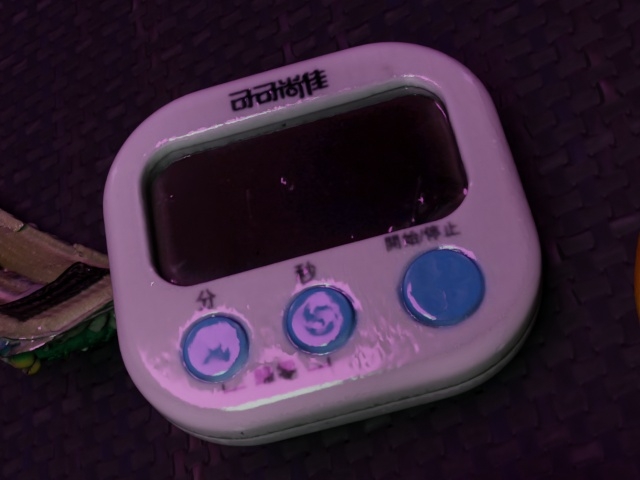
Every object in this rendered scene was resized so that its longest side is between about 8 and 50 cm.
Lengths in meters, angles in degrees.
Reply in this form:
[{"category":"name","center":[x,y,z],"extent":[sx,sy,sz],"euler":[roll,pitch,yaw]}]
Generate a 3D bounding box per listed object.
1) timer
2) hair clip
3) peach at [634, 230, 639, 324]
[{"category":"timer","center":[0.000,0.000,0.680],"extent":[0.262,0.087,0.237],"euler":[-15,61,4]},{"category":"hair clip","center":[-0.272,0.033,0.872],"extent":[0.321,0.138,0.091],"euler":[24,127,37]},{"category":"peach","center":[0.253,0.031,0.519],"extent":[0.190,0.192,0.190],"euler":[-37,16,12]}]
